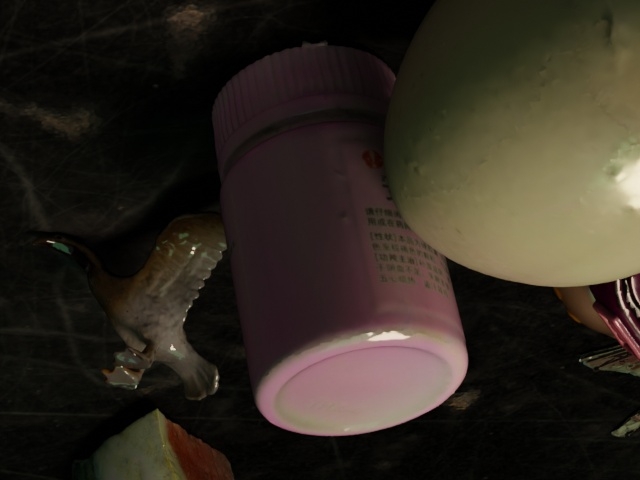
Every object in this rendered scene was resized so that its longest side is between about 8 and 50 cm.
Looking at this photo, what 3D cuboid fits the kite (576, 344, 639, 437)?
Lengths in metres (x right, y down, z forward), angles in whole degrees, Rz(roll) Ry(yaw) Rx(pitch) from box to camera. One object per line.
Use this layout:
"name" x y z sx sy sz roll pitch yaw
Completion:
"kite" 0.431 0.151 2.291 0.335 0.011 0.314 11 142 -31

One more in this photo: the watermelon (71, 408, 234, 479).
"watermelon" -0.174 0.298 2.202 0.256 0.176 0.260 15 166 35

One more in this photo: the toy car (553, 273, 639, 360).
"toy car" 0.349 -0.047 1.760 0.341 0.240 0.271 -39 119 -3

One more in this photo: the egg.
"egg" 0.201 -0.106 1.495 0.283 0.283 0.345 20 133 -40

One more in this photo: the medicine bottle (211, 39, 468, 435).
"medicine bottle" 0.010 -0.001 1.644 0.178 0.290 0.178 -8 148 -5

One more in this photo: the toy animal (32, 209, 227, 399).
"toy animal" -0.169 0.054 1.812 0.197 0.160 0.272 16 139 -25
